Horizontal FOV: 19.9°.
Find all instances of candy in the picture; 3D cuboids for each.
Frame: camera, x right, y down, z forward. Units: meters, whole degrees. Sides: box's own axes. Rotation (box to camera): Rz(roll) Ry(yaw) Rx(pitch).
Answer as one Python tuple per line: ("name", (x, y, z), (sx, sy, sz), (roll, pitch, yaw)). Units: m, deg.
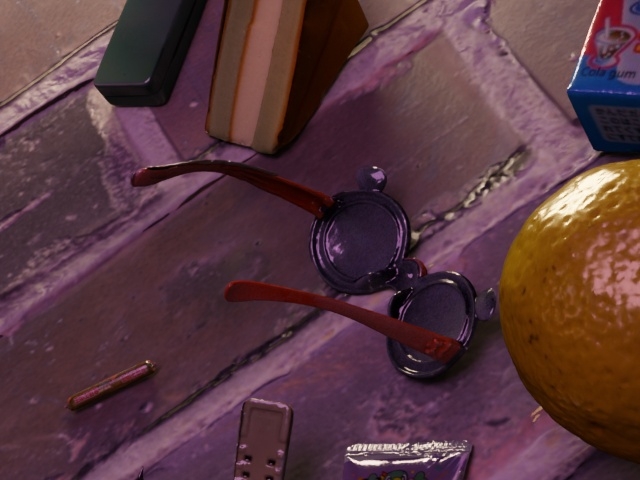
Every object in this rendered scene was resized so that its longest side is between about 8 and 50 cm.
("candy", (0.345, -0.220, 1.623), (0.157, 0.100, 0.305), (8, 61, 33))

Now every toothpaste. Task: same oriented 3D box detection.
("toothpaste", (0.047, 0.282, 1.454), (0.114, 0.073, 0.299), (-7, 47, 24))

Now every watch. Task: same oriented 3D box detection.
("watch", (-0.102, 0.254, 1.469), (0.102, 0.165, 0.268), (6, 83, 32))

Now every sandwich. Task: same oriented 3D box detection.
("sandwich", (-0.059, -0.204, 1.802), (0.117, 0.144, 0.187), (19, 68, 39))

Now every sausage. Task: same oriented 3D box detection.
("sausage", (-0.198, 0.137, 1.719), (0.100, 0.015, 0.015), (-25, 49, 10))

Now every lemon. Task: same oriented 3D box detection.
("lemon", (0.263, 0.058, 1.386), (0.253, 0.228, 0.228), (29, 75, 35))

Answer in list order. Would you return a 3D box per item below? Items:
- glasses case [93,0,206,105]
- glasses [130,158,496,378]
("glasses case", (-0.175, -0.228, 1.951), (0.078, 0.039, 0.184), (1, 59, 30))
("glasses", (0.000, 0.000, 1.550), (0.118, 0.268, 0.234), (-50, 48, 14))
